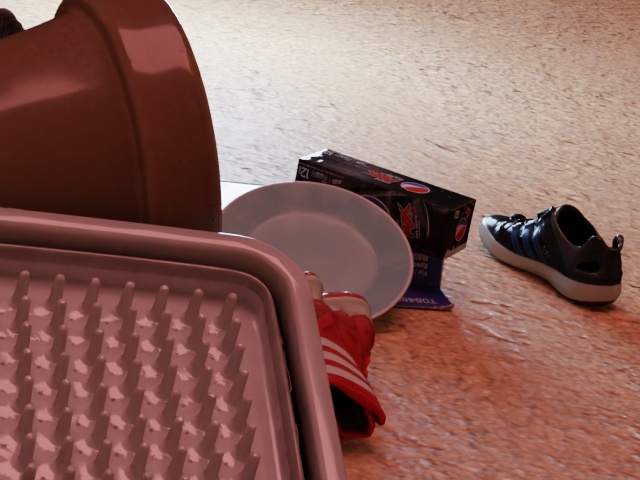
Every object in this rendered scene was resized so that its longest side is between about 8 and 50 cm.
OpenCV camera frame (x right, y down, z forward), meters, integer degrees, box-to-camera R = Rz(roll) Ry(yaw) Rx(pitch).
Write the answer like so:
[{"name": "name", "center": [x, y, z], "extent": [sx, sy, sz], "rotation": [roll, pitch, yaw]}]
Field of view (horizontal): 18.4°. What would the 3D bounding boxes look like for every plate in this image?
[{"name": "plate", "center": [-0.009, 0.017, 1.798], "extent": [0.188, 0.024, 0.188], "rotation": [6, 45, -6]}]

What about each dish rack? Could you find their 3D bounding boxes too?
[{"name": "dish rack", "center": [-0.132, 0.120, 1.265], "extent": [0.286, 0.072, 0.333], "rotation": [6, 42, -16]}]

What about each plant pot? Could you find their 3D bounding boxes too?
[{"name": "plant pot", "center": [-0.223, -0.054, 1.470], "extent": [0.229, 0.263, 0.263], "rotation": [-9, 24, -22]}]

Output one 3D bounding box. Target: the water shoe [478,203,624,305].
[{"name": "water shoe", "center": [0.238, -0.003, 1.980], "extent": [0.073, 0.080, 0.203], "rotation": [-2, 21, -34]}]

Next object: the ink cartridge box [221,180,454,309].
[{"name": "ink cartridge box", "center": [0.000, 0.000, 1.903], "extent": [0.223, 0.045, 0.224], "rotation": [5, 19, -17]}]

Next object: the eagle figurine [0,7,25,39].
[{"name": "eagle figurine", "center": [-0.342, -0.127, 1.907], "extent": [0.298, 0.225, 0.226], "rotation": [21, 28, -1]}]

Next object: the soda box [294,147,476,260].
[{"name": "soda box", "center": [0.059, -0.035, 1.881], "extent": [0.169, 0.053, 0.060], "rotation": [19, 21, 24]}]

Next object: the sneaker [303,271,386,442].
[{"name": "sneaker", "center": [0.007, 0.108, 1.561], "extent": [0.087, 0.128, 0.221], "rotation": [-26, -17, 14]}]
